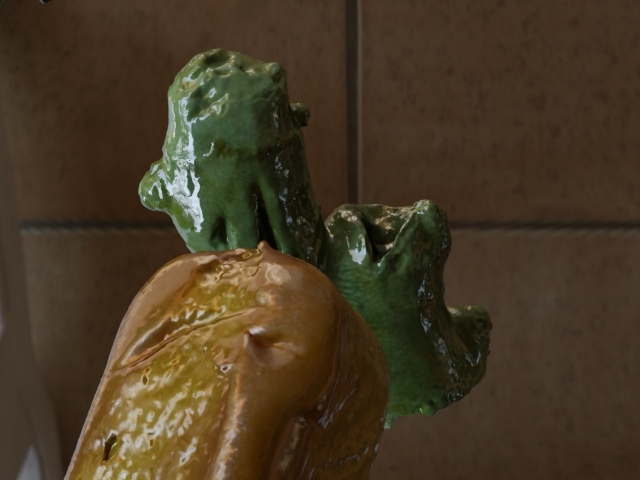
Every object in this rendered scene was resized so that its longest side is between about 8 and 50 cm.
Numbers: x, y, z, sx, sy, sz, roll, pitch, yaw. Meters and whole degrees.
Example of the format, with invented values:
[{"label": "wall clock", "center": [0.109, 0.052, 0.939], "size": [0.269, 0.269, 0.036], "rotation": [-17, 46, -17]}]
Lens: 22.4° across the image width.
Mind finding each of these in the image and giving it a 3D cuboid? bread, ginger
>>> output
[{"label": "bread", "center": [-0.049, 0.119, 0.611], "size": [0.102, 0.245, 0.094], "rotation": [11, 164, 27]}, {"label": "ginger", "center": [0.002, 0.003, 1.031], "size": [0.290, 0.089, 0.137], "rotation": [41, 114, -16]}]

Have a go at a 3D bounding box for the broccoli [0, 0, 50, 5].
[{"label": "broccoli", "center": [-0.319, -0.287, 1.235], "size": [0.281, 0.348, 0.293], "rotation": [-20, 153, 10]}]
